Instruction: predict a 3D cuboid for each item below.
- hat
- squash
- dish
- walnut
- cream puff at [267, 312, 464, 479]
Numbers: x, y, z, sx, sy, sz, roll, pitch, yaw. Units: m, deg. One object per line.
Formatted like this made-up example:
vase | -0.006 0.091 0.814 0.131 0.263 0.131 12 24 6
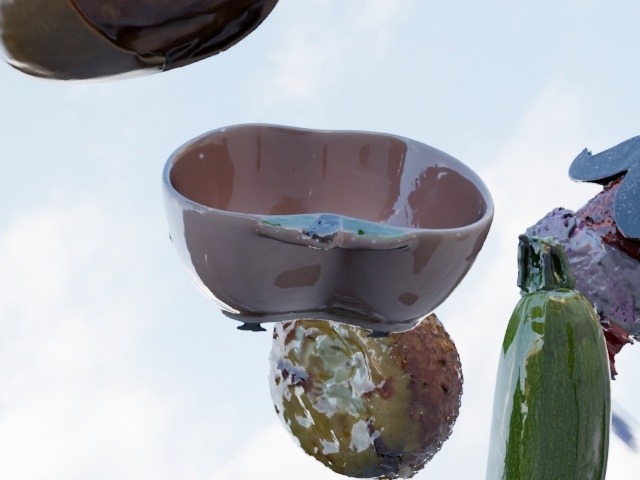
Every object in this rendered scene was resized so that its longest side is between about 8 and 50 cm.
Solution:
hat | 0.239 -0.026 1.057 0.227 0.129 0.140 -53 -1 10
squash | 0.121 0.124 0.830 0.066 0.066 0.252 -8 -72 -42
dish | 0.000 0.000 0.970 0.213 0.213 0.090 -13 -61 -39
walnut | -0.094 -0.149 0.865 0.207 0.116 0.116 -16 -43 -15
cream puff | 0.053 0.143 1.638 0.164 0.240 0.240 -8 -50 -51
